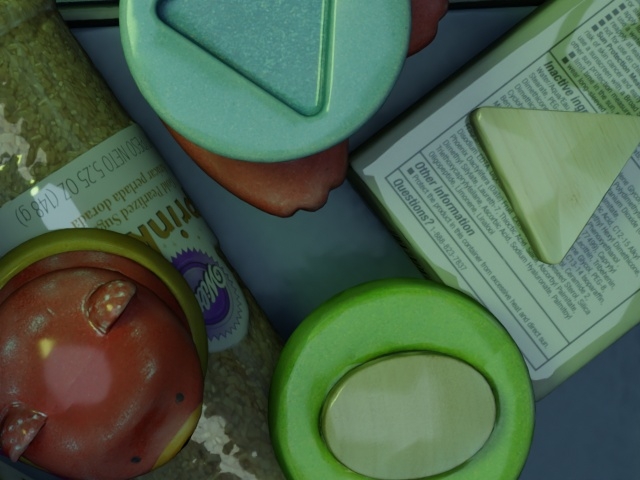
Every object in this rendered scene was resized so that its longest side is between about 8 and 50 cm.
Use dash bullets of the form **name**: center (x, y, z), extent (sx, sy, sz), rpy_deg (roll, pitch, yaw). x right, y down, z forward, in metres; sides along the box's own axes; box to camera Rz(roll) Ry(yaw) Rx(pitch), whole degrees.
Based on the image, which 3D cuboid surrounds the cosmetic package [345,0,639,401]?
- **cosmetic package**: center (0.178, -0.074, 1.038), extent (0.309, 0.113, 0.160), rpy_deg (-37, 94, -2)

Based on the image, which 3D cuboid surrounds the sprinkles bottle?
- **sprinkles bottle**: center (-0.094, 0.043, 1.023), extent (0.121, 0.121, 0.355), rpy_deg (-35, 94, -1)

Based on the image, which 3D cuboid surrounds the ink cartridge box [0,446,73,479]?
- **ink cartridge box**: center (-0.135, 0.199, 0.921), extent (0.065, 0.186, 0.311), rpy_deg (-34, 55, 18)

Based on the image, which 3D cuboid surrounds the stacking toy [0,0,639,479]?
- **stacking toy**: center (0.000, 0.000, 0.904), extent (0.280, 0.130, 0.309), rpy_deg (23, 89, -5)
